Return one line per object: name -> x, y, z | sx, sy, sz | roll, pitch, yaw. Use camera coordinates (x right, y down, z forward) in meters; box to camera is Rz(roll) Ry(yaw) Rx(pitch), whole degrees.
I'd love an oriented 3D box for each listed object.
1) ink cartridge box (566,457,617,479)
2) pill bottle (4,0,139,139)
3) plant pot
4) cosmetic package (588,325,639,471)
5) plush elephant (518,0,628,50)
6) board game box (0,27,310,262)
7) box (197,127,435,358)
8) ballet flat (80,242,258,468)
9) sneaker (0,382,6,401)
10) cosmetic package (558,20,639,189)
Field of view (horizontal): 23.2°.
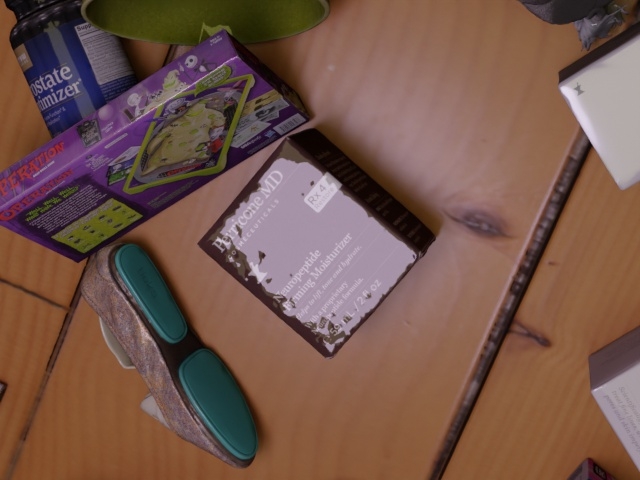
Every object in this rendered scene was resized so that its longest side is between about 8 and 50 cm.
ink cartridge box -> 0.432, 0.405, 1.784 | 0.371, 0.176, 0.069 | 40, 102, 2
pill bottle -> -0.292, -0.214, 1.844 | 0.123, 0.123, 0.219 | -23, 94, 12
plant pot -> -0.128, -0.394, 1.738 | 0.275, 0.275, 0.293 | -2, 83, 10
cosmetic package -> 0.403, 0.173, 1.751 | 0.151, 0.183, 0.151 | -32, 91, 12
plush elephant -> 0.249, -0.380, 1.676 | 0.272, 0.330, 0.255 | -26, 71, -1
board game box -> -0.202, -0.101, 1.805 | 0.347, 0.208, 0.056 | -31, 69, 12
box -> 0.000, 0.000, 1.802 | 0.203, 0.167, 0.168 | 41, 102, 2
ballet flat -> -0.190, 0.151, 1.904 | 0.106, 0.107, 0.316 | -32, 87, 32
sneaker -> -0.452, 0.221, 1.975 | 0.067, 0.042, 0.118 | 27, 94, 1
cosmetic package -> 0.385, -0.178, 1.683 | 0.224, 0.224, 0.138 | -32, 92, 13
